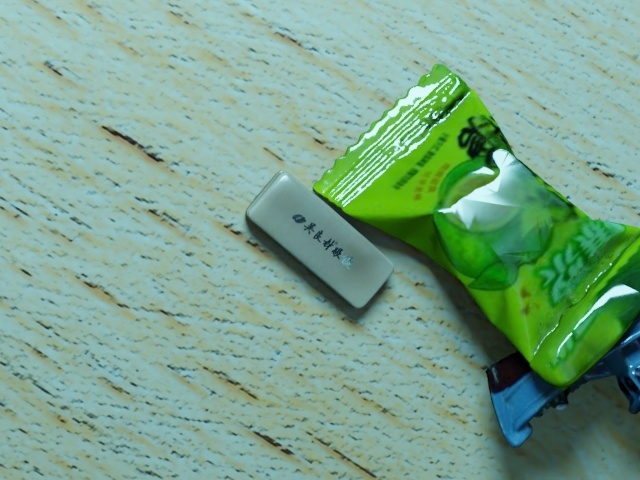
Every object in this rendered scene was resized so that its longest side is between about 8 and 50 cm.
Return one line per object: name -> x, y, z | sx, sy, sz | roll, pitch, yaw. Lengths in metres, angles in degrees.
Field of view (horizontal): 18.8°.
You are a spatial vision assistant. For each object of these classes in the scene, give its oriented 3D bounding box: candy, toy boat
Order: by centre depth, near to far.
candy -> 0.133, -0.013, 1.439 | 0.246, 0.069, 0.149 | 41, 75, 7
toy boat -> 0.228, 0.087, 1.461 | 0.223, 0.100, 0.097 | -31, 80, -10

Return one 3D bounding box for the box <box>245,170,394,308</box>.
box -> 0.000, 0.000, 1.441 | 0.115, 0.025, 0.048 | 42, 83, -12
